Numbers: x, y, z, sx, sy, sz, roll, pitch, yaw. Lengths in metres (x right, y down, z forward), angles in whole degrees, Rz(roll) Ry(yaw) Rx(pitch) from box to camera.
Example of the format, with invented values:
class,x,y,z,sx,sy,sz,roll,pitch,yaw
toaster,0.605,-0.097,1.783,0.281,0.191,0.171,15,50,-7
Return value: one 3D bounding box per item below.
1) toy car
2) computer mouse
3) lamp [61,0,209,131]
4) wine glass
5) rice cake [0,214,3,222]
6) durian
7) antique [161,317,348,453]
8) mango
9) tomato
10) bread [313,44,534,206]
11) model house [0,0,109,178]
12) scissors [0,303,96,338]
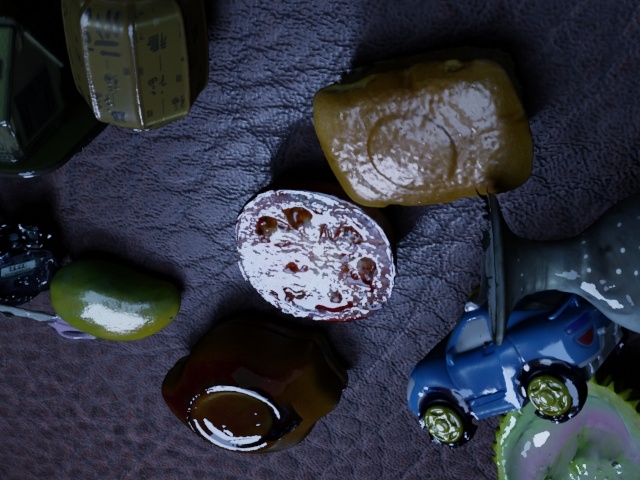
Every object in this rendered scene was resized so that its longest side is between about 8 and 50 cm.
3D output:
class,x,y,z,sx,sy,sz,roll,pitch,yaw
toy car,0.228,0.132,1.473,0.314,0.198,0.166,-23,97,41
computer mouse,-0.454,0.026,1.719,0.078,0.146,0.242,65,153,19
lamp,-0.208,-0.227,1.343,0.161,0.161,0.185,14,135,11
wine glass,0.343,0.024,1.254,0.356,0.190,0.191,0,133,4
rice cake,-0.541,-0.122,1.662,0.106,0.050,0.298,4,132,22
durian,0.336,0.272,1.555,0.158,0.169,0.352,27,147,-13
antique,-0.102,0.217,1.733,0.278,0.129,0.224,-8,125,27
mango,-0.303,0.093,1.730,0.191,0.085,0.122,19,117,1
tomato,0.002,0.000,1.513,0.224,0.085,0.225,13,132,15
bread,0.119,-0.128,1.315,0.245,0.121,0.174,-3,131,29
model house,-0.393,-0.237,1.400,0.218,0.205,0.279,6,126,18
scissors,-0.414,0.117,1.783,0.212,0.021,0.110,15,149,-40
